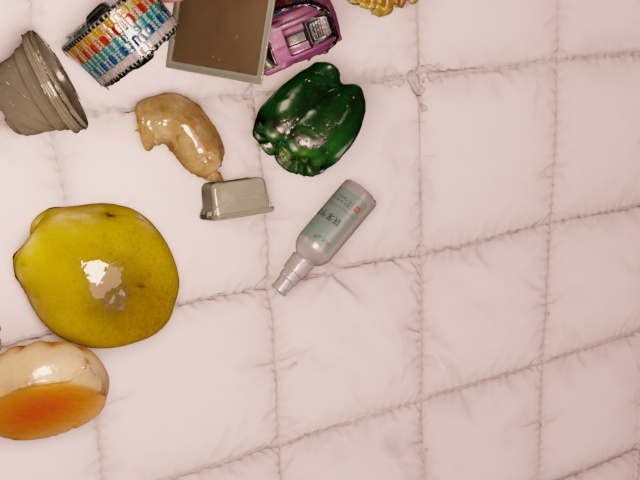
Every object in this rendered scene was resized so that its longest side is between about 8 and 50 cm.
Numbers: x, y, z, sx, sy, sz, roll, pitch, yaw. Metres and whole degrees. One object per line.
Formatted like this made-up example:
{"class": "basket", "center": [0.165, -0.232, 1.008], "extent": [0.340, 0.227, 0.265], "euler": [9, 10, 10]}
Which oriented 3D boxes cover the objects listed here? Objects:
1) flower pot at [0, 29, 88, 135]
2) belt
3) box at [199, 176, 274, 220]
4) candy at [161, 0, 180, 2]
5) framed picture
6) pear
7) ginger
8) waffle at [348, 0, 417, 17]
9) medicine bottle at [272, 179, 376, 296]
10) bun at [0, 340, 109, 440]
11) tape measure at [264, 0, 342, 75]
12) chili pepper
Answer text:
{"class": "flower pot", "center": [-0.595, -0.308, 1.631], "extent": [0.140, 0.235, 0.236], "euler": [-25, 115, -4]}
{"class": "belt", "center": [-0.419, -0.435, 1.665], "extent": [0.150, 0.257, 0.207], "euler": [50, 59, -21]}
{"class": "box", "center": [-0.213, -0.106, 1.947], "extent": [0.172, 0.124, 0.093], "euler": [-11, 98, -27]}
{"class": "candy", "center": [-0.348, -0.632, 1.671], "extent": [0.255, 0.094, 0.255], "euler": [2, 137, 2]}
{"class": "framed picture", "center": [-0.222, -0.481, 1.752], "extent": [0.019, 0.296, 0.233], "euler": [-5, 109, -56]}
{"class": "pear", "center": [-0.494, 0.092, 1.805], "extent": [0.386, 0.191, 0.341], "euler": [26, 90, -32]}
{"class": "ginger", "center": [-0.315, -0.245, 1.841], "extent": [0.267, 0.138, 0.152], "euler": [35, 98, -17]}
{"class": "waffle", "center": [0.159, -0.727, 1.997], "extent": [0.302, 0.068, 0.325], "euler": [-48, 119, -9]}
{"class": "medicine bottle", "center": [0.000, 0.000, 2.091], "extent": [0.352, 0.110, 0.110], "euler": [-50, 120, -7]}
{"class": "bun", "center": [-0.634, 0.319, 1.792], "extent": [0.298, 0.165, 0.299], "euler": [-16, 147, -11]}
{"class": "tape measure", "center": [-0.076, -0.485, 1.848], "extent": [0.245, 0.231, 0.149], "euler": [-23, 114, -2]}
{"class": "chili pepper", "center": [-0.024, -0.296, 1.929], "extent": [0.233, 0.248, 0.257], "euler": [42, 73, -18]}
